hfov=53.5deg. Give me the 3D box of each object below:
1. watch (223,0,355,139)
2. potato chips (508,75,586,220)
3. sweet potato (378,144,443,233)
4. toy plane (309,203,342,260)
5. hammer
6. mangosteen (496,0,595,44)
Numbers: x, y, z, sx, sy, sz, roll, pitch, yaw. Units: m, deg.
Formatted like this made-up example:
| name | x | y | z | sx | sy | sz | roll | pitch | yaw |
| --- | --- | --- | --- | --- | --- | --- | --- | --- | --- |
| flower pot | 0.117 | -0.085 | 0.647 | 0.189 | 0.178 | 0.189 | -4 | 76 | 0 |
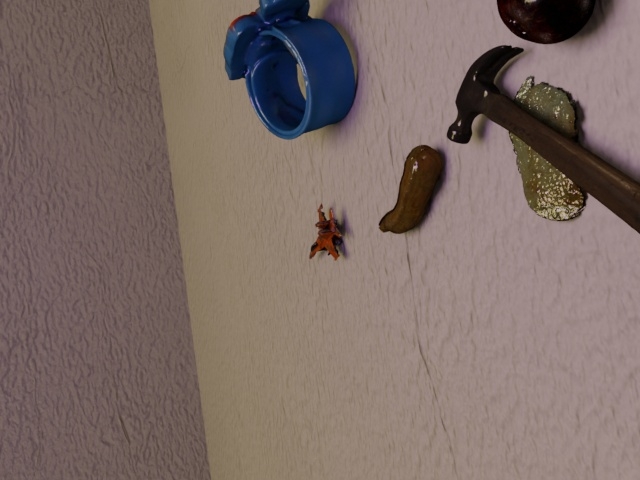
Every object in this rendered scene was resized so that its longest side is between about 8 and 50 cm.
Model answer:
| name | x | y | z | sx | sy | sz | roll | pitch | yaw |
| --- | --- | --- | --- | --- | --- | --- | --- | --- | --- |
| watch | -0.040 | -0.380 | 1.337 | 0.275 | 0.241 | 0.305 | 58 | 149 | 11 |
| potato chips | 0.314 | -0.133 | 0.877 | 0.142 | 0.026 | 0.209 | -58 | 44 | 50 |
| sweet potato | 0.162 | -0.075 | 1.152 | 0.233 | 0.062 | 0.081 | 111 | 158 | -47 |
| toy plane | 0.011 | -0.002 | 1.472 | 0.188 | 0.062 | 0.135 | 107 | 147 | -63 |
| hammer | 0.315 | -0.107 | 0.813 | 0.440 | 0.044 | 0.169 | 55 | 140 | 44 |
| mangosteen | 0.292 | -0.317 | 0.795 | 0.140 | 0.140 | 0.140 | 22 | 115 | 60 |
